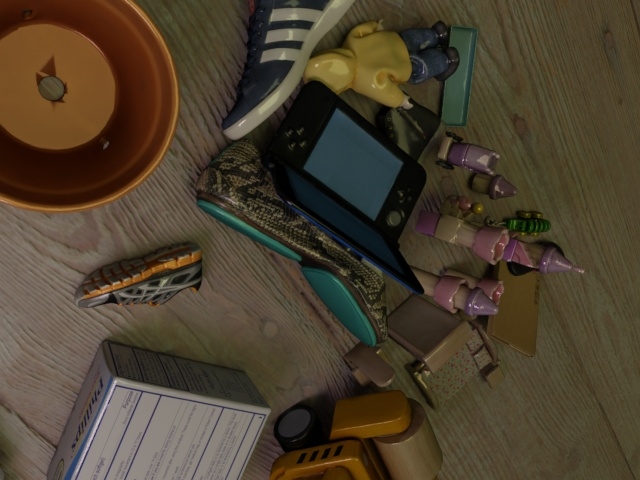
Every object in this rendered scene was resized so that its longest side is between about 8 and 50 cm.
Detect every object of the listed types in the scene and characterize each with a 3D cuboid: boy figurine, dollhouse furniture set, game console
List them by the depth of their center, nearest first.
[{"bbox_3d":[0.069,-0.090,0.921,0.293,0.173,0.250,34,75,-25],"label":"game console"},{"bbox_3d":[0.105,-0.304,1.015,0.285,0.092,0.177,-19,79,-19],"label":"boy figurine"},{"bbox_3d":[0.274,0.307,1.248,0.303,0.174,0.355,-39,118,-11],"label":"dollhouse furniture set"}]

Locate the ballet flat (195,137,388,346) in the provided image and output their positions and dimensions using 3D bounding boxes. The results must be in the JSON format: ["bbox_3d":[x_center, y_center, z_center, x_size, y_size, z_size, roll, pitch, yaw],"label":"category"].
[{"bbox_3d":[0.000,0.000,1.037,0.483,0.164,0.182,42,75,-26],"label":"ballet flat"}]

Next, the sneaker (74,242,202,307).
[{"bbox_3d":[-0.290,0.074,0.950,0.215,0.084,0.083,-18,117,-22],"label":"sneaker"}]

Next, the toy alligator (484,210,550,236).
[{"bbox_3d":[0.460,-0.035,1.307,0.189,0.051,0.056,0,105,-27],"label":"toy alligator"}]

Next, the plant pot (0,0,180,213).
[{"bbox_3d":[-0.351,-0.199,0.766,0.291,0.203,0.291,-8,109,-24],"label":"plant pot"}]

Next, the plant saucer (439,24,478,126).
[{"bbox_3d":[0.271,-0.323,1.147,0.067,0.018,0.192,-4,106,-25],"label":"plant saucer"}]

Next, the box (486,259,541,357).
[{"bbox_3d":[0.444,0.146,1.319,0.164,0.021,0.201,28,64,-31],"label":"box"}]

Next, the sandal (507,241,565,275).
[{"bbox_3d":[0.500,0.045,1.355,0.179,0.040,0.067,-10,80,-25],"label":"sandal"}]

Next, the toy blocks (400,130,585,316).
[{"bbox_3d":[0.350,-0.005,1.092,0.288,0.260,0.309,7,102,-55],"label":"toy blocks"}]

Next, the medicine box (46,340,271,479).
[{"bbox_3d":[-0.277,0.347,0.998,0.289,0.149,0.263,22,95,-30],"label":"medicine box"}]

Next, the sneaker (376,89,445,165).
[{"bbox_3d":[0.130,-0.167,1.098,0.118,0.083,0.222,33,86,-20],"label":"sneaker"}]

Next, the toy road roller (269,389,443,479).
[{"bbox_3d":[0.062,0.453,1.101,0.329,0.240,0.202,-17,117,16],"label":"toy road roller"}]

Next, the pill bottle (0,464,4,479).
[{"bbox_3d":[-0.555,0.356,0.887,0.103,0.103,0.184,-22,113,-19],"label":"pill bottle"}]

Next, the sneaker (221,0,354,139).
[{"bbox_3d":[-0.081,-0.330,0.916,0.148,0.131,0.350,36,82,-23],"label":"sneaker"}]
